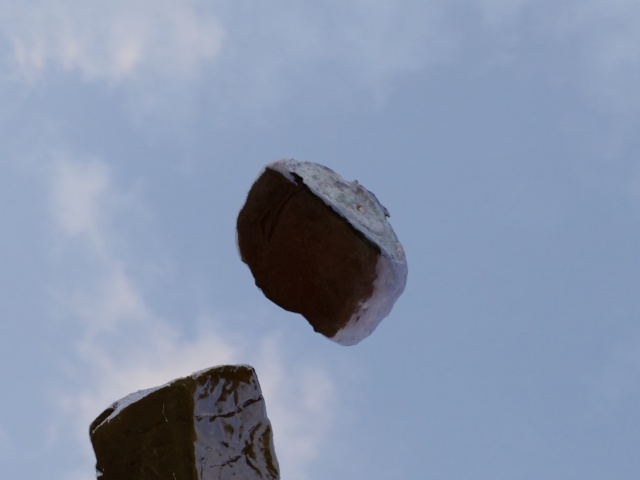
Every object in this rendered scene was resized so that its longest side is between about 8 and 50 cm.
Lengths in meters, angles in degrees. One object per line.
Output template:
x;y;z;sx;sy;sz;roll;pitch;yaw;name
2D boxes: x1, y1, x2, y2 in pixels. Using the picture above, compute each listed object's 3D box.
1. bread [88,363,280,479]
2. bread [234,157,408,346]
-0.140;0.212;1.409;0.158;0.149;0.143;-21;-100;35;bread
0.009;0.009;1.436;0.190;0.244;0.123;44;-77;8;bread
